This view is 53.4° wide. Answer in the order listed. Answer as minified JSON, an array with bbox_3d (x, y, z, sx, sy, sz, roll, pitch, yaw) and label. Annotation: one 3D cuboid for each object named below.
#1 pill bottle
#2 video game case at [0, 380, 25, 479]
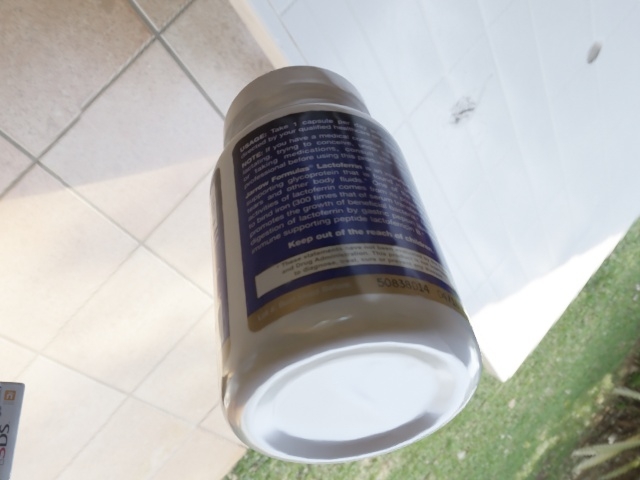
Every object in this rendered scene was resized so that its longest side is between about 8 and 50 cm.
[{"bbox_3d":[0.000,0.000,0.443,0.153,0.265,0.153,-6,136,-6],"label":"pill bottle"},{"bbox_3d":[-0.412,0.225,0.642,0.190,0.022,0.173,14,70,-37],"label":"video game case"}]
